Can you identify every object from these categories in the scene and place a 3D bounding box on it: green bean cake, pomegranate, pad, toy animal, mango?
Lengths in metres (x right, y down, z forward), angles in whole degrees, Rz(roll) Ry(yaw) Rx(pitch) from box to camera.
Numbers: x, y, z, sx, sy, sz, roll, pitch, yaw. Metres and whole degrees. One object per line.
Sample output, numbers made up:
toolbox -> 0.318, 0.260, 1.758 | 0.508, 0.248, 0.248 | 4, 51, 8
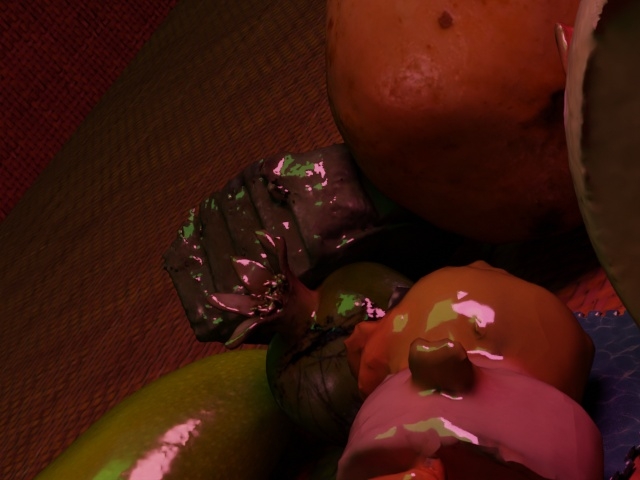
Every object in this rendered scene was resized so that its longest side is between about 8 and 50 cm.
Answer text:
green bean cake -> 0.000, 0.000, 1.367 | 0.227, 0.124, 0.223 | -36, -22, 33
pomegranate -> 0.010, 0.073, 1.213 | 0.152, 0.191, 0.131 | -45, 21, 10
pad -> 0.132, 0.149, 1.083 | 0.269, 0.012, 0.270 | -52, 20, -24
pomegranate -> 0.165, -0.167, 1.237 | 0.342, 0.342, 0.342 | -39, 19, 16
toy animal -> 0.095, 0.111, 0.984 | 0.169, 0.195, 0.281 | 0, 34, 5
mango -> -0.144, 0.216, 1.291 | 0.343, 0.156, 0.192 | -45, 21, -8

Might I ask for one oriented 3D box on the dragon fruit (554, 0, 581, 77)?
dragon fruit -> 0.296, -0.120, 0.961 | 0.306, 0.225, 0.305 | -5, 57, 8

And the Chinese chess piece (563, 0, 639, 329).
Chinese chess piece -> 0.285, -0.060, 0.682 | 0.349, 0.349, 0.146 | -34, 5, 29

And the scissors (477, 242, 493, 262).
scissors -> 0.166, -0.034, 1.399 | 0.100, 0.015, 0.189 | -23, 29, 43
